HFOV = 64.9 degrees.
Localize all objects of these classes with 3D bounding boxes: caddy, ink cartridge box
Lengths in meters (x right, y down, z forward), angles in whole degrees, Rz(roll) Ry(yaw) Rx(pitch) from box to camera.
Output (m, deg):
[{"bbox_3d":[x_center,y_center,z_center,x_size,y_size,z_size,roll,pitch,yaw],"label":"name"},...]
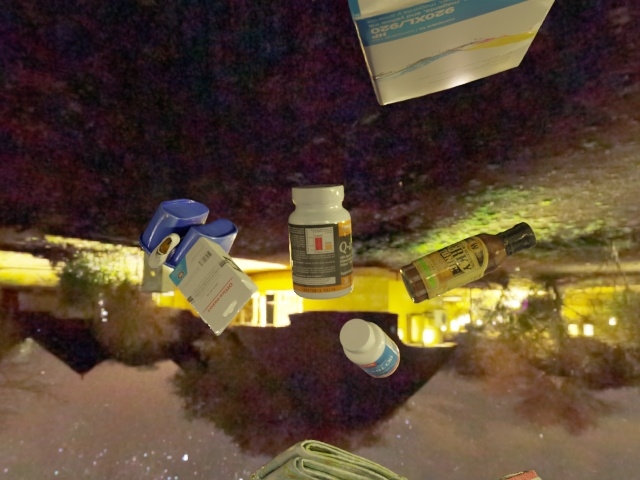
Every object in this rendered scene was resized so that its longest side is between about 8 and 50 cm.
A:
[{"bbox_3d":[-0.415,0.002,1.593,0.241,0.179,0.341,32,-167,5],"label":"caddy"},{"bbox_3d":[-0.192,0.089,0.942,0.180,0.104,0.060,42,-177,32],"label":"ink cartridge box"},{"bbox_3d":[0.107,-0.259,0.479,0.168,0.171,0.232,-13,176,11],"label":"ink cartridge box"}]

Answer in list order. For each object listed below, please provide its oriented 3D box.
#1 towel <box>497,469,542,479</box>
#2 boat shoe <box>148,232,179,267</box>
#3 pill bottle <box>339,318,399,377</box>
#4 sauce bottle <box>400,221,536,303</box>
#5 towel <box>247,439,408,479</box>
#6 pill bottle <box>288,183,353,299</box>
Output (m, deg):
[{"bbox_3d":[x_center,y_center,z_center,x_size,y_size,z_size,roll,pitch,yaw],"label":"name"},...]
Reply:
[{"bbox_3d":[0.488,0.596,1.095,0.144,0.029,0.197,8,-151,-37],"label":"towel"},{"bbox_3d":[-0.356,0.025,1.126,0.100,0.035,0.035,-45,178,14],"label":"boat shoe"},{"bbox_3d":[0.138,0.307,1.446,0.124,0.124,0.221,-4,150,28],"label":"pill bottle"},{"bbox_3d":[0.378,0.049,1.292,0.344,0.111,0.111,-25,170,0],"label":"sauce bottle"},{"bbox_3d":[0.017,0.614,1.245,0.320,0.090,0.374,26,137,-10],"label":"towel"},{"bbox_3d":[0.000,0.000,1.290,0.162,0.279,0.162,-3,-169,1],"label":"pill bottle"}]
